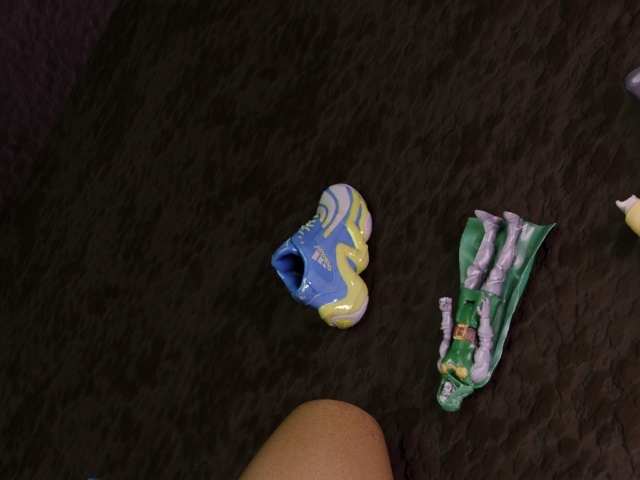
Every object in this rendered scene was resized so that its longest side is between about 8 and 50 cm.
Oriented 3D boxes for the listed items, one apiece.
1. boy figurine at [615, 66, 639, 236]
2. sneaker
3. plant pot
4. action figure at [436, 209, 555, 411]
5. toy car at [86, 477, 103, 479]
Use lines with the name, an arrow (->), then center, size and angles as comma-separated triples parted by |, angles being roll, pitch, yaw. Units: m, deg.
boy figurine -> 0.358, -0.056, 1.303 | 0.177, 0.092, 0.285 | -35, 38, 38
sneaker -> 0.000, 0.000, 1.807 | 0.091, 0.126, 0.240 | -44, 36, 33
plant pot -> -0.007, 0.313, 1.516 | 0.237, 0.237, 0.254 | -40, 22, 38
action figure -> 0.177, 0.082, 1.528 | 0.137, 0.063, 0.232 | 3, 74, 56
toy car -> -0.408, 0.456, 2.012 | 0.210, 0.238, 0.219 | 11, 78, 60
